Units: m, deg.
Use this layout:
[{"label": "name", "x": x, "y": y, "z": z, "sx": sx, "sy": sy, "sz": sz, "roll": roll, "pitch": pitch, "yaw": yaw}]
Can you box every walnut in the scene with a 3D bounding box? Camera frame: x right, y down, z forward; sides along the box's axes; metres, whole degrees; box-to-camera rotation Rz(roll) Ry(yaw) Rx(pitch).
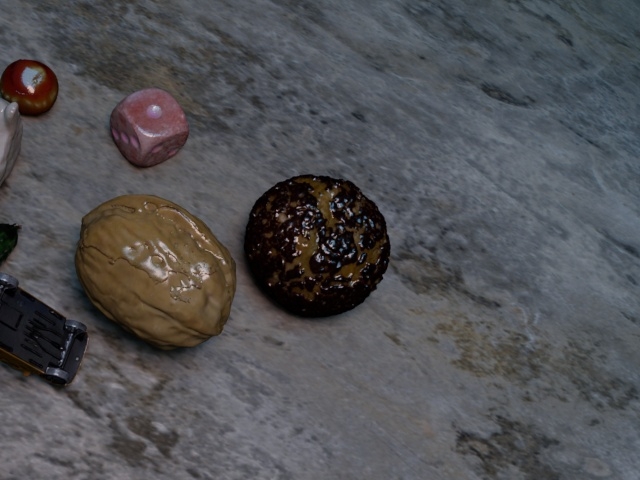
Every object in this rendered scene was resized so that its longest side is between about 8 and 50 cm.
[{"label": "walnut", "x": -0.226, "y": 0.040, "z": 0.981, "sx": 0.245, "sy": 0.198, "sz": 0.198, "roll": 37, "pitch": 56, "yaw": -7}]

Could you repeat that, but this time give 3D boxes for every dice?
[{"label": "dice", "x": -0.271, "y": -0.179, "z": 1.123, "sx": 0.094, "sy": 0.091, "sz": 0.093, "roll": -31, "pitch": 81, "yaw": -32}]

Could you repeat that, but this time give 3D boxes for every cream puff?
[{"label": "cream puff", "x": 0.000, "y": 0.000, "z": 1.114, "sx": 0.239, "sy": 0.165, "sz": 0.238, "roll": 12, "pitch": 59, "yaw": -21}]

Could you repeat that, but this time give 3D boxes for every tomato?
[{"label": "tomato", "x": -0.444, "y": -0.236, "z": 1.084, "sx": 0.087, "sy": 0.075, "sz": 0.087, "roll": 10, "pitch": 65, "yaw": -23}]

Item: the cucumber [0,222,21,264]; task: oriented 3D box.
[{"label": "cucumber", "x": -0.492, "y": 0.073, "z": 0.917, "sx": 0.068, "sy": 0.067, "sz": 0.293, "roll": 35, "pitch": 56, "yaw": -5}]

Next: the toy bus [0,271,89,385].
[{"label": "toy bus", "x": -0.388, "y": 0.114, "z": 0.901, "sx": 0.194, "sy": 0.088, "sz": 0.083, "roll": 53, "pitch": 41, "yaw": -48}]

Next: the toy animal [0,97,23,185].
[{"label": "toy animal", "x": -0.549, "y": -0.151, "z": 0.949, "sx": 0.283, "sy": 0.138, "sz": 0.140, "roll": 11, "pitch": 100, "yaw": -27}]
